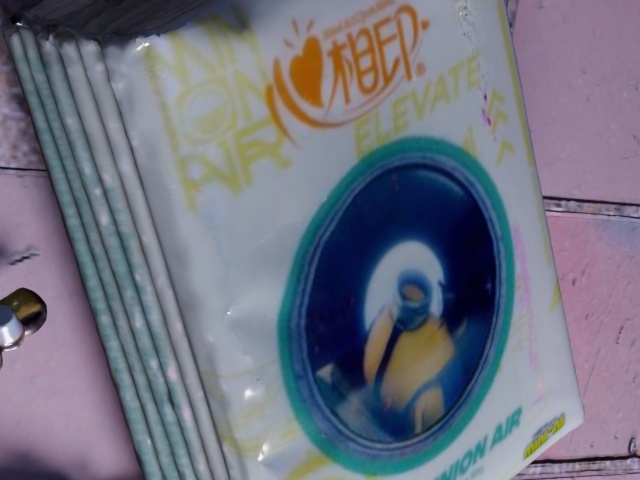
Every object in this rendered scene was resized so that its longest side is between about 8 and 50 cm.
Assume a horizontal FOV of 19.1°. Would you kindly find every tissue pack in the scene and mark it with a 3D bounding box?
[{"bbox_3d":[0.000,0.000,1.133,0.287,0.162,0.388,-33,120,-37],"label":"tissue pack"}]

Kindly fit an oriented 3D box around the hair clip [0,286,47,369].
[{"bbox_3d":[-0.237,0.084,1.024,0.214,0.062,0.056,-41,155,-21],"label":"hair clip"}]
